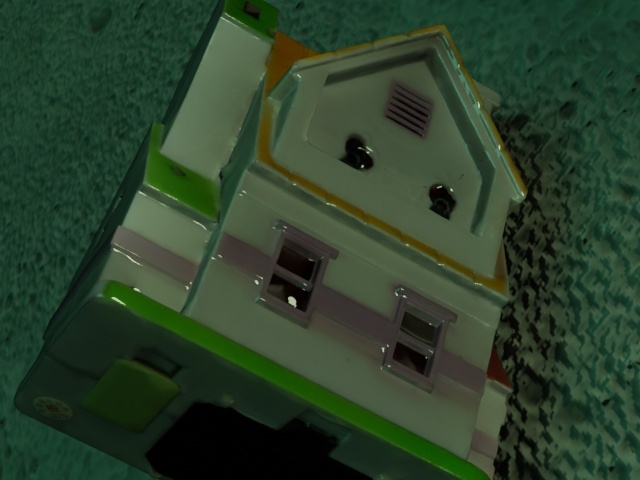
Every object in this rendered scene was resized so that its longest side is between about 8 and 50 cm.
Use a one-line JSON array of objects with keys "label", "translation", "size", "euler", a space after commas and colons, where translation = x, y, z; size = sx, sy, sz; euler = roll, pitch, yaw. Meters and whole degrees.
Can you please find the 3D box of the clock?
[{"label": "clock", "translation": [0.000, 0.000, 0.855], "size": [0.166, 0.235, 0.309], "euler": [-46, 20, 50]}]
